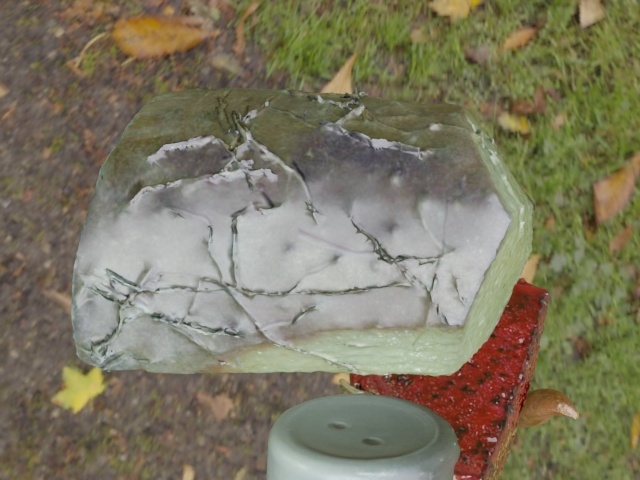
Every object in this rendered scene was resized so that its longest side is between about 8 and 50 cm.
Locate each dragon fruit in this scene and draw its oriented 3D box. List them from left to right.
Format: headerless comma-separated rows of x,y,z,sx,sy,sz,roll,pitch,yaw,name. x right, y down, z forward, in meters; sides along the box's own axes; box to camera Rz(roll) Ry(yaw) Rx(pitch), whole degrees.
0.137,0.185,1.506,0.205,0.317,0.152,15,136,16,dragon fruit

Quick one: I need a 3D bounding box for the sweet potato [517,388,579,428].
0.267,0.220,1.662,0.055,0.202,0.058,49,65,-8,sweet potato

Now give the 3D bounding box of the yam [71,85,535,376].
0.001,-0.005,0.850,0.271,0.202,0.201,10,104,14,yam

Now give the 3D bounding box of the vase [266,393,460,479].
0.039,0.308,1.223,0.245,0.245,0.291,2,105,5,vase
